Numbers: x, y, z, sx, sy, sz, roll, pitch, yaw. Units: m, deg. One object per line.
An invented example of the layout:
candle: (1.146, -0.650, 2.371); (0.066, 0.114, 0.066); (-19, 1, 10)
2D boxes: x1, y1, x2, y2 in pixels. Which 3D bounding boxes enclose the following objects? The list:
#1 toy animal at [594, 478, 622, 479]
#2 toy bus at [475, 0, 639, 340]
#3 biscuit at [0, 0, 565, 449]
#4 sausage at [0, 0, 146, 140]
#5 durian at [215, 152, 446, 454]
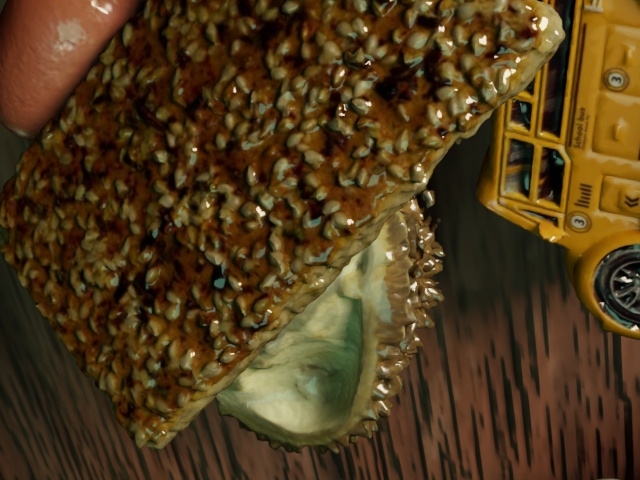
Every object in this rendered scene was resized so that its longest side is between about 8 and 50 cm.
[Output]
toy animal: (0.185, 0.193, 0.605); (0.208, 0.154, 0.325); (36, 124, -22)
toy bus: (0.106, -0.062, 0.467); (0.088, 0.083, 0.194); (13, 128, 18)
biscuit: (-0.031, -0.037, 0.470); (0.231, 0.025, 0.131); (-47, 69, 23)
sausage: (-0.102, -0.079, 0.528); (0.054, 0.059, 0.094); (29, 129, -8)
durian: (0.000, 0.000, 0.539); (0.148, 0.091, 0.188); (49, 137, 2)
